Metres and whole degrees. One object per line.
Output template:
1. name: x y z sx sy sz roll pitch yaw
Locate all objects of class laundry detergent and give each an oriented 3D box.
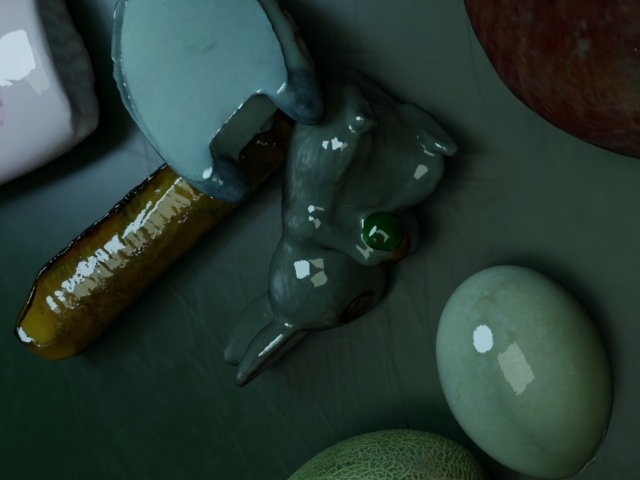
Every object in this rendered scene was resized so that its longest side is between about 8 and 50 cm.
1. laundry detergent: -0.341 -0.092 1.025 0.335 0.088 0.159 -18 84 16

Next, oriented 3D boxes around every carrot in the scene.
1. carrot: -0.125 -0.007 0.984 0.260 0.070 0.070 -40 83 13

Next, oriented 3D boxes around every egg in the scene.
1. egg: 0.139 0.090 0.894 0.114 0.114 0.152 -26 89 15

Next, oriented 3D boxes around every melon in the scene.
1. melon: 0.048 0.201 0.914 0.192 0.139 0.139 -20 88 14

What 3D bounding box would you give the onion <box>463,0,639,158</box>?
1. onion: 0.239 -0.212 0.758 0.354 0.353 0.353 1 94 15

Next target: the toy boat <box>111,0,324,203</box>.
1. toy boat: -0.070 -0.119 0.926 0.134 0.079 0.207 -50 52 17

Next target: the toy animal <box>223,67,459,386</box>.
1. toy animal: 0.010 -0.003 0.944 0.108 0.138 0.236 6 125 -25
